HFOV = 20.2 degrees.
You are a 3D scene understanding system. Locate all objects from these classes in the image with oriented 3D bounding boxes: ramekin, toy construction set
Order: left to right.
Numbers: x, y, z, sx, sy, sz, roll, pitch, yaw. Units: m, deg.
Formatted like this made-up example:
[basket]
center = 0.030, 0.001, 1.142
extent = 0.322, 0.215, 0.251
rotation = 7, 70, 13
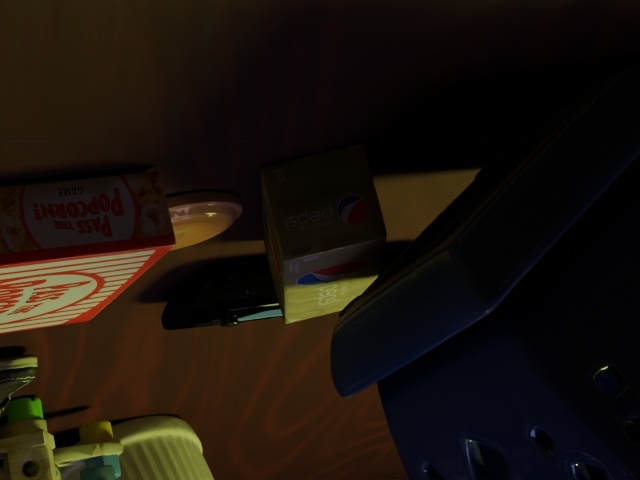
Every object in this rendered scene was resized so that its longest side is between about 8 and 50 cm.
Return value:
[toy construction set]
center = -0.333, 0.228, 1.515
extent = 0.327, 0.151, 0.215
rotation = -26, 167, 1
[ramekin]
center = -0.189, 0.277, 1.760
extent = 0.207, 0.109, 0.207
rotation = -27, 151, -16

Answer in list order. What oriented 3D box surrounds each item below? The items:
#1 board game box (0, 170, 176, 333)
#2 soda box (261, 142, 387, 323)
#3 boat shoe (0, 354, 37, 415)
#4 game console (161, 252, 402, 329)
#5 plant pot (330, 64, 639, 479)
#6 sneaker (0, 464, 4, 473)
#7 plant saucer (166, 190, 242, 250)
[board game box]
center = -0.193, 0.015, 0.955
extent = 0.193, 0.045, 0.147
rotation = -8, 165, -28
[soda box]
center = 0.000, 0.000, 1.077
extent = 0.061, 0.058, 0.181
rotation = -14, 166, -5
[boat shoe]
center = -0.257, 0.124, 1.331
extent = 0.056, 0.049, 0.152
rotation = -1, 161, -45
[game console]
center = 0.046, 0.040, 1.328
extent = 0.361, 0.044, 0.213
rotation = -5, 164, -35
[plant pot]
center = 0.155, 0.052, 1.012
extent = 0.236, 0.212, 0.236
rotation = -43, -178, -28
[sneaker]
center = -0.363, 0.274, 1.805
extent = 0.235, 0.090, 0.095
rotation = -23, 159, 2
[plant saucer]
center = -0.085, -0.008, 1.046
extent = 0.083, 0.013, 0.083
rotation = -14, 168, -3
